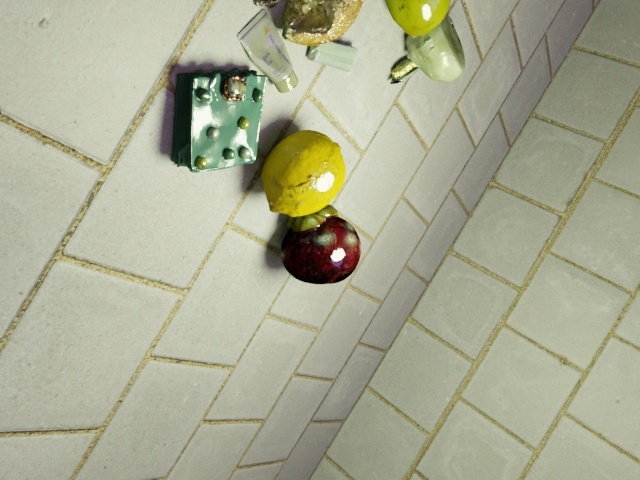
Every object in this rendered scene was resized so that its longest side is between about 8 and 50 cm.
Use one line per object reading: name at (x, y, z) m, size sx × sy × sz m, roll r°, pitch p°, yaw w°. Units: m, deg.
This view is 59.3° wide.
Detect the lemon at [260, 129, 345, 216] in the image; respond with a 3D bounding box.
lemon at (-0.059, -0.209, 1.776) m, size 0.310 × 0.253 × 0.253 m, roll -45°, pitch 148°, yaw -10°

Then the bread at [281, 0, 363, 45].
bread at (0.028, -0.662, 1.571) m, size 0.314 × 0.171 × 0.192 m, roll -59°, pitch 146°, yaw 2°

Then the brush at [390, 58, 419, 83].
brush at (0.357, -0.682, 2.157) m, size 0.297 × 0.068 × 0.060 m, roll -40°, pitch 124°, yaw -35°

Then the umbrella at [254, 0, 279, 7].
umbrella at (-0.143, -0.633, 1.496) m, size 0.083 × 0.020 × 0.031 m, roll -30°, pitch 178°, yaw -40°

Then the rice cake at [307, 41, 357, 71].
rice cake at (0.039, -0.589, 1.778) m, size 0.221 × 0.042 × 0.080 m, roll -10°, pitch 129°, yaw -53°

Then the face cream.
face cream at (-0.140, -0.517, 1.571) m, size 0.114 × 0.070 × 0.224 m, roll -50°, pitch 140°, yaw -14°

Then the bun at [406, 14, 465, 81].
bun at (0.412, -0.707, 2.074) m, size 0.283 × 0.179 × 0.284 m, roll 32°, pitch 48°, yaw -45°

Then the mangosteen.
mangosteen at (0.006, 0.015, 2.041) m, size 0.300 × 0.300 × 0.301 m, roll -36°, pitch 143°, yaw -33°

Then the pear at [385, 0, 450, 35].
pear at (0.318, -0.803, 1.836) m, size 0.212 × 0.212 × 0.269 m, roll -45°, pitch 146°, yaw -21°

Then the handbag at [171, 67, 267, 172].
handbag at (-0.264, -0.318, 1.517) m, size 0.268 × 0.100 × 0.274 m, roll -17°, pitch 131°, yaw -47°
